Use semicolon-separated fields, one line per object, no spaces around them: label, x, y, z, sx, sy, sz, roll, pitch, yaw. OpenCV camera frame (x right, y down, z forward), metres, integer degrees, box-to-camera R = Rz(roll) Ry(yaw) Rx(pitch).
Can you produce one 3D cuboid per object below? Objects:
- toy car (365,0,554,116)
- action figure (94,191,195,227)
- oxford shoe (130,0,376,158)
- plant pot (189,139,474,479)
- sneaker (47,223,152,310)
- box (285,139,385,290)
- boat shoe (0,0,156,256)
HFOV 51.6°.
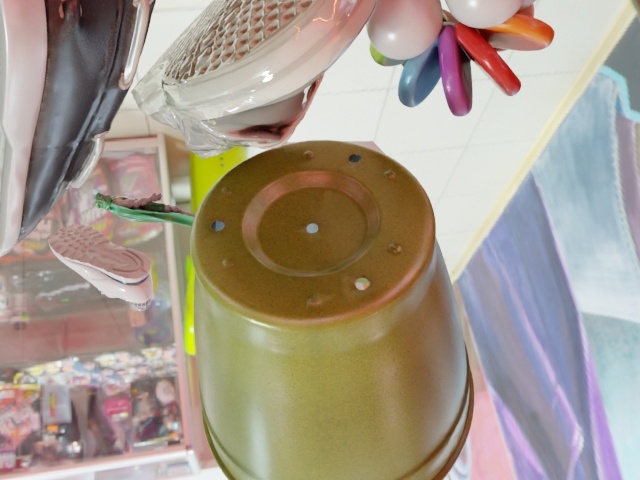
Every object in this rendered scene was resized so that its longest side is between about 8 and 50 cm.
toy car;0.141;-0.195;0.664;0.182;0.136;0.159;-16;177;22
action figure;-0.354;-0.065;1.389;0.232;0.064;0.137;9;173;-21
oxford shoe;-0.055;-0.140;0.559;0.130;0.169;0.449;43;169;-20
plant pot;0.005;0.087;0.762;0.366;0.367;0.353;-11;140;-2
sneaker;-0.398;0.048;1.187;0.090;0.235;0.095;-42;147;-38
box;0.000;0.000;1.249;0.215;0.168;0.345;-7;135;-36
boat shoe;-0.172;-0.076;0.401;0.091;0.114;0.302;-28;178;-36
